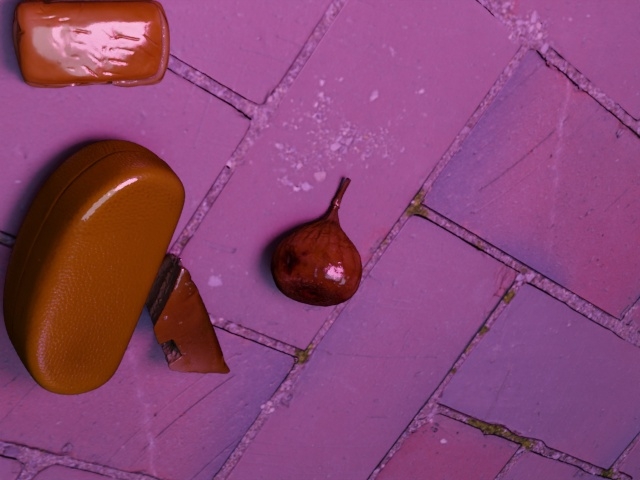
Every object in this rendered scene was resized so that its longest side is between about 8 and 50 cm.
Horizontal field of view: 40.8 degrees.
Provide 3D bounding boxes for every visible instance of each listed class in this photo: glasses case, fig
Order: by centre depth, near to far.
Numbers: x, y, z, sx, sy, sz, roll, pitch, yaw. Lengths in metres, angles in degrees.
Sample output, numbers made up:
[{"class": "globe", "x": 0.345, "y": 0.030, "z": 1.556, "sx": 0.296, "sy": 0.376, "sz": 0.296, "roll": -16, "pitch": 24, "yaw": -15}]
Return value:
[{"class": "glasses case", "x": -0.333, "y": 0.034, "z": 1.199, "sx": 0.173, "sy": 0.141, "sz": 0.371, "roll": 6, "pitch": 116, "yaw": -45}, {"class": "fig", "x": 0.000, "y": 0.000, "z": 1.379, "sx": 0.146, "sy": 0.134, "sz": 0.201, "roll": 9, "pitch": 72, "yaw": -2}]

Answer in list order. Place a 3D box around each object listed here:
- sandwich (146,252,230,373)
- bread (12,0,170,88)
[{"class": "sandwich", "x": -0.221, "y": 0.131, "z": 1.343, "sx": 0.088, "sy": 0.090, "sz": 0.244, "roll": -27, "pitch": 129, "yaw": -15}, {"class": "bread", "x": -0.287, "y": -0.250, "z": 1.100, "sx": 0.200, "sy": 0.077, "sz": 0.116, "roll": -6, "pitch": 113, "yaw": -24}]
